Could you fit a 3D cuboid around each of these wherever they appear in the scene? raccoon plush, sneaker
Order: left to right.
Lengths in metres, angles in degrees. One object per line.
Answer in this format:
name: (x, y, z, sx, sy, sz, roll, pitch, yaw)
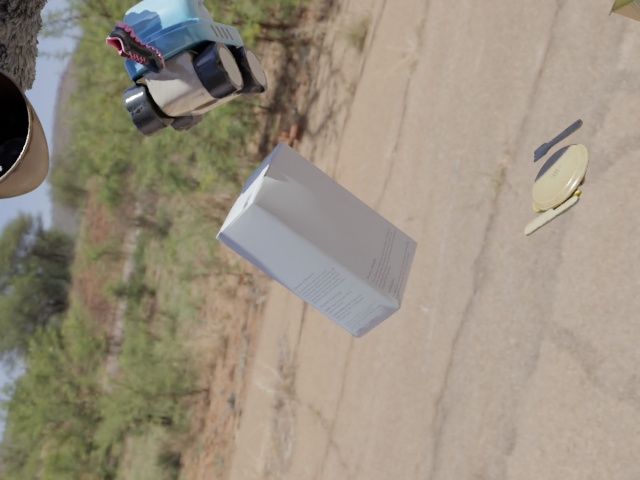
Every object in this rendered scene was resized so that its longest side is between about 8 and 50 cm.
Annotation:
raccoon plush: (-0.572, -0.370, 1.648, 0.299, 0.447, 0.216, -20, 12, 37)
sneaker: (-0.340, -0.342, 1.547, 0.047, 0.119, 0.057, -46, 6, 47)

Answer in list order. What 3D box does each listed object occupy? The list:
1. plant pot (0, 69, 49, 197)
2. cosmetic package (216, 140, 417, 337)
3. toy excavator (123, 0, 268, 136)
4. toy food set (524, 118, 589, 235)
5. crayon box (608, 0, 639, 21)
plant pot: (-0.548, -0.155, 1.421, 0.230, 0.215, 0.216, 79, -161, -80)
cosmetic package: (0.000, 0.000, 1.781, 0.156, 0.385, 0.217, -44, 15, 41)
toy excavator: (-0.295, -0.474, 1.792, 0.446, 0.222, 0.433, 67, -163, -3)
toy food set: (0.389, -0.096, 1.365, 0.132, 0.038, 0.192, -40, 26, 49)
crayon box: (0.513, -0.424, 1.218, 0.318, 0.081, 0.202, -51, -19, -77)
